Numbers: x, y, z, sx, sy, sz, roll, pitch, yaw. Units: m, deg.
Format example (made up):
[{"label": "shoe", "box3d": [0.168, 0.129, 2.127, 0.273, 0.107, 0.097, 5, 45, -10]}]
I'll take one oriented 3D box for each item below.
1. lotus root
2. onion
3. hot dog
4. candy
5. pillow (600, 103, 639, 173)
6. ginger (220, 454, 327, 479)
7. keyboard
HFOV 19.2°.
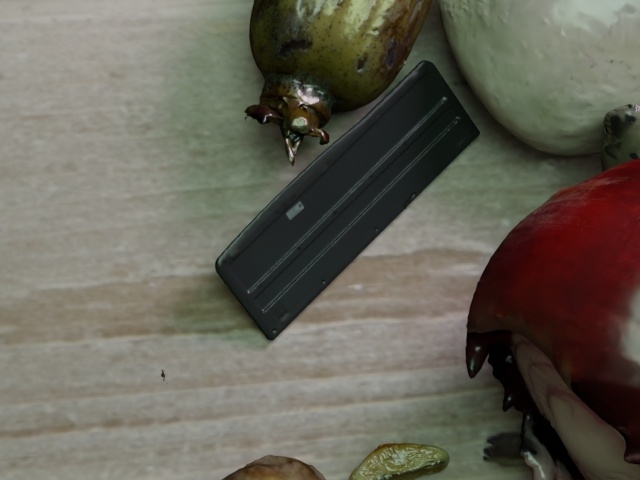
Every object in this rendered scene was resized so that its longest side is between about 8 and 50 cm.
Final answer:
[{"label": "lotus root", "box3d": [0.011, -0.188, 1.652, 0.154, 0.154, 0.278, 21, 81, -1]}, {"label": "onion", "box3d": [0.293, 0.088, 1.525, 0.341, 0.341, 0.341, 2, 74, -7]}, {"label": "hot dog", "box3d": [0.064, 0.188, 1.607, 0.090, 0.030, 0.034, -15, 68, -12]}, {"label": "candy", "box3d": [0.245, -0.220, 1.673, 0.295, 0.185, 0.295, 3, 77, -12]}, {"label": "pillow", "box3d": [0.313, -0.036, 1.658, 0.241, 0.093, 0.051, 34, 28, -32]}, {"label": "ginger", "box3d": [0.023, 0.310, 1.499, 0.304, 0.155, 0.244, 30, 65, 2]}, {"label": "keyboard", "box3d": [-0.008, 0.000, 1.633, 0.381, 0.041, 0.103, -47, 116, -23]}]
